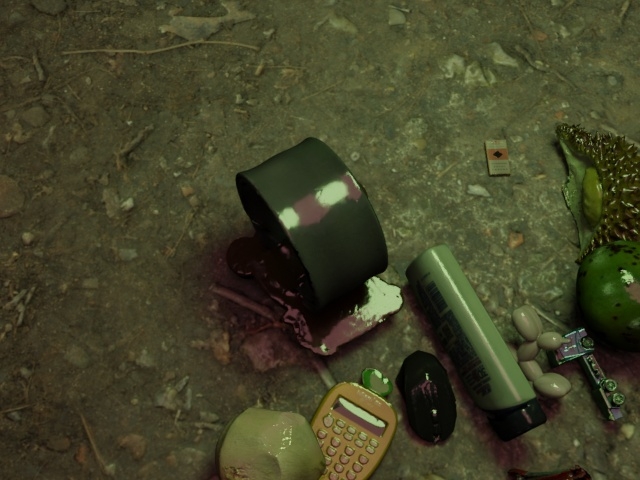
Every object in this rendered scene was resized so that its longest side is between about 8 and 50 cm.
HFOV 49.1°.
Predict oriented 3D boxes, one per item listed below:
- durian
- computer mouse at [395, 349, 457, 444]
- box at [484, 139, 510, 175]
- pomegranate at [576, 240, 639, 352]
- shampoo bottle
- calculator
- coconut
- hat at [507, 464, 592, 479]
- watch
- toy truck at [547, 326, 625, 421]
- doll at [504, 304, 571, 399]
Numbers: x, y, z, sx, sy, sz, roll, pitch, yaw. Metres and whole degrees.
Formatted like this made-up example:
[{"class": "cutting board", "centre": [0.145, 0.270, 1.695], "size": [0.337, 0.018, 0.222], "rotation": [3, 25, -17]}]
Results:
[{"class": "durian", "centre": [0.573, -0.113, 1.416], "size": [0.172, 0.166, 0.306], "rotation": [-2, 70, -33]}, {"class": "computer mouse", "centre": [0.197, 0.283, 1.280], "size": [0.099, 0.057, 0.172], "rotation": [-9, 71, -5]}, {"class": "box", "centre": [0.378, -0.177, 1.498], "size": [0.046, 0.012, 0.083], "rotation": [-2, 67, 0]}, {"class": "pomegranate", "centre": [0.582, 0.090, 1.265], "size": [0.211, 0.263, 0.211], "rotation": [16, 56, -26]}, {"class": "shampoo bottle", "centre": [0.273, 0.188, 1.280], "size": [0.078, 0.134, 0.359], "rotation": [-17, 67, -28]}, {"class": "calculator", "centre": [0.057, 0.342, 1.270], "size": [0.146, 0.032, 0.235], "rotation": [28, 72, 11]}, {"class": "coconut", "centre": [-0.079, 0.367, 1.175], "size": [0.182, 0.171, 0.171], "rotation": [3, 65, 29]}, {"class": "hat", "centre": [0.408, 0.488, 1.168], "size": [0.140, 0.129, 0.227], "rotation": [-22, 73, 25]}, {"class": "watch", "centre": [0.000, 0.000, 1.255], "size": [0.314, 0.327, 0.335], "rotation": [-29, 71, -11]}, {"class": "toy truck", "centre": [0.486, 0.253, 1.292], "size": [0.081, 0.067, 0.175], "rotation": [-22, 72, -3]}, {"class": "doll", "centre": [0.386, 0.219, 1.276], "size": [0.160, 0.161, 0.059], "rotation": [42, 33, 26]}]
